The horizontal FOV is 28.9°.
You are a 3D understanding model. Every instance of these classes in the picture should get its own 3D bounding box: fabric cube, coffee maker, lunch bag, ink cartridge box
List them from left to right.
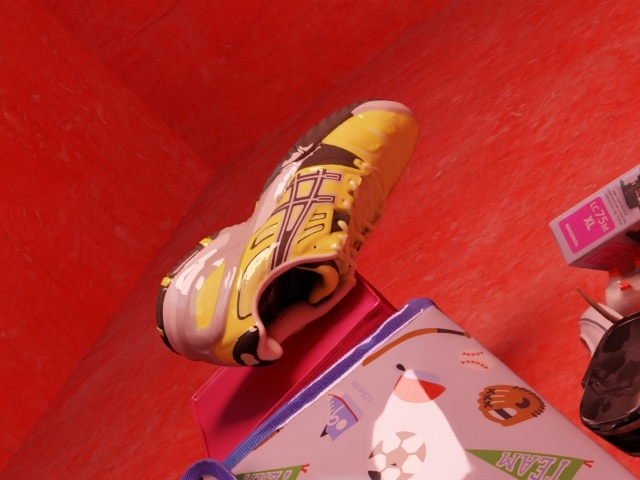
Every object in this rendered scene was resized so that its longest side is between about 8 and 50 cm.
[{"bbox_3d":[0.041,0.207,1.372,0.254,0.258,0.259,-45,15,1],"label":"fabric cube"},{"bbox_3d":[0.049,0.277,0.935,0.385,0.239,0.328,-38,38,-6],"label":"lunch bag"},{"bbox_3d":[0.304,0.135,1.000,0.120,0.178,0.171,-36,18,31],"label":"coffee maker"},{"bbox_3d":[0.407,-0.065,1.268,0.311,0.065,0.185,-39,-28,31],"label":"ink cartridge box"}]

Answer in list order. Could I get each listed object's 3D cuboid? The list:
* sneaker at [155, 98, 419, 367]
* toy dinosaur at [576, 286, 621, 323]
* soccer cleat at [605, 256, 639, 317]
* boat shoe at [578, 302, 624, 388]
[{"bbox_3d":[0.000,0.000,1.342,0.147,0.145,0.385,20,60,40],"label":"sneaker"},{"bbox_3d":[0.333,0.093,1.117,0.112,0.211,0.064,19,98,51],"label":"toy dinosaur"},{"bbox_3d":[0.387,0.032,1.272,0.196,0.076,0.068,-24,30,8],"label":"soccer cleat"},{"bbox_3d":[0.292,0.135,1.194,0.084,0.095,0.258,-41,14,3],"label":"boat shoe"}]
